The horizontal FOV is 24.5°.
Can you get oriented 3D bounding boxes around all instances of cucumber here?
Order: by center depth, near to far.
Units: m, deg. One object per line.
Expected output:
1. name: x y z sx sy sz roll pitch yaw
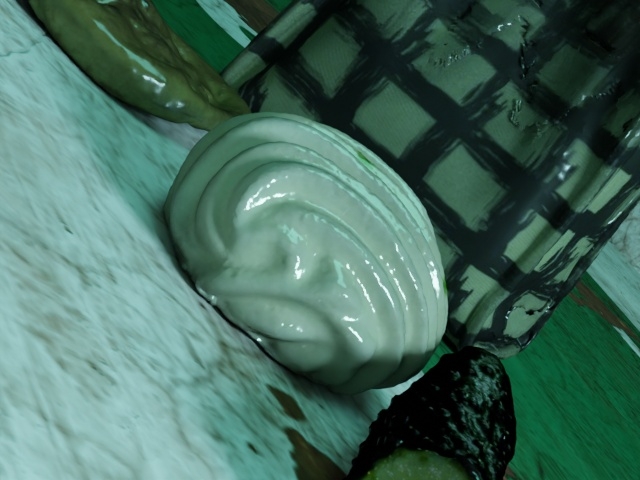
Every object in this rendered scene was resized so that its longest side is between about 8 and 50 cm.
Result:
1. cucumber: 0.057 0.107 0.712 0.072 0.081 0.303 54 9 1

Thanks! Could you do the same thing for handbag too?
1. handbag: 0.129 -0.128 1.163 0.325 0.327 0.162 47 16 22

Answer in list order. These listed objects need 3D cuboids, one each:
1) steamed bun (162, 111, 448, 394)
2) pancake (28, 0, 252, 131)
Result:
1. steamed bun: 0.000 0.000 0.824 0.183 0.106 0.183 40 11 -9
2. pancake: -0.132 -0.153 1.053 0.242 0.050 0.242 42 13 -12
